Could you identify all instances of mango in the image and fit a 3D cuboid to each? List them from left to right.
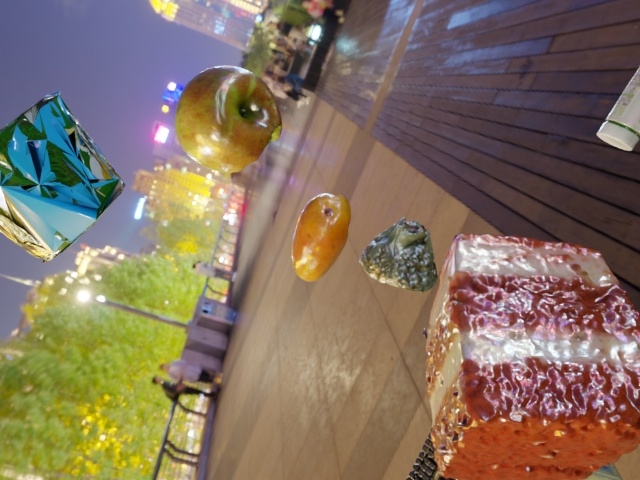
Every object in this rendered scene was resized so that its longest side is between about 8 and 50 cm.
[{"bbox_3d":[-0.006,-0.001,1.135,0.141,0.102,0.217,-92,13,-48],"label":"mango"}]

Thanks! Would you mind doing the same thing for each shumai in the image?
[{"bbox_3d":[0.265,0.037,1.769,0.189,0.255,0.218,-10,-62,-84],"label":"shumai"}]

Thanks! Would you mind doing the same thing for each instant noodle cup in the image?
[{"bbox_3d":[-0.429,-0.091,0.863,0.240,0.178,0.240,-34,24,17],"label":"instant noodle cup"}]

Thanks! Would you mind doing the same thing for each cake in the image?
[{"bbox_3d":[0.309,0.175,0.848,0.269,0.270,0.320,90,-178,-52],"label":"cake"}]

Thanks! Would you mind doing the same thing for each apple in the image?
[{"bbox_3d":[-0.221,-0.278,1.308,0.226,0.246,0.246,-9,60,50],"label":"apple"}]

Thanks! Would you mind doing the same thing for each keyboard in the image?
[{"bbox_3d":[0.190,0.524,1.103,0.106,0.027,0.317,32,101,50],"label":"keyboard"}]

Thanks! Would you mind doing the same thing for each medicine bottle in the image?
[{"bbox_3d":[0.712,-0.302,1.249,0.183,0.086,0.086,-61,13,12],"label":"medicine bottle"}]

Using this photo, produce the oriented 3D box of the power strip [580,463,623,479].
[{"bbox_3d":[0.426,0.441,1.160,0.092,0.387,0.066,-56,-22,-72],"label":"power strip"}]
